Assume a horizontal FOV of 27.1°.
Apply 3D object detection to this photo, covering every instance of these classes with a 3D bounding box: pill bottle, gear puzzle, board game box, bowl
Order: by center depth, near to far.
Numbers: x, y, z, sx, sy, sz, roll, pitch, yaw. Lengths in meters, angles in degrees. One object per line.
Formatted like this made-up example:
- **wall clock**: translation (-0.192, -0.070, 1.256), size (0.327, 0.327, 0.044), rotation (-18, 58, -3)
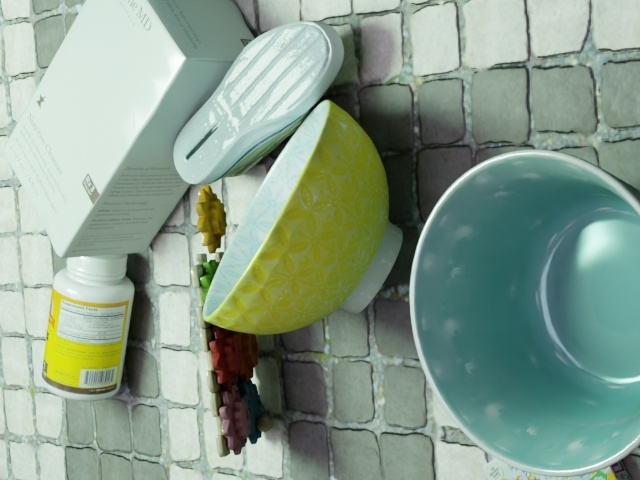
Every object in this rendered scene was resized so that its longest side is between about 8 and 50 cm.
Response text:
- **bowl**: translation (0.257, 0.062, 1.311), size (0.311, 0.163, 0.311), rotation (7, 101, 43)
- **board game box**: translation (0.255, 0.257, 1.430), size (0.154, 0.026, 0.103), rotation (-41, 66, 39)
- **bowl**: translation (0.000, 0.000, 1.534), size (0.156, 0.289, 0.289), rotation (30, 125, -11)
- **gear puzzle**: translation (-0.111, 0.096, 1.688), size (0.044, 0.175, 0.339), rotation (-9, 89, 12)
- **pill bottle**: translation (-0.334, 0.115, 1.918), size (0.117, 0.117, 0.215), rotation (24, 111, 40)

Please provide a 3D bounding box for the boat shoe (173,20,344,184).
- **boat shoe**: translation (-0.068, -0.172, 1.643), size (0.302, 0.094, 0.109), rotation (-36, 73, 38)

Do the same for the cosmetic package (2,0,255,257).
- **cosmetic package**: translation (-0.254, -0.177, 1.780), size (0.217, 0.156, 0.385), rotation (56, 129, 27)
